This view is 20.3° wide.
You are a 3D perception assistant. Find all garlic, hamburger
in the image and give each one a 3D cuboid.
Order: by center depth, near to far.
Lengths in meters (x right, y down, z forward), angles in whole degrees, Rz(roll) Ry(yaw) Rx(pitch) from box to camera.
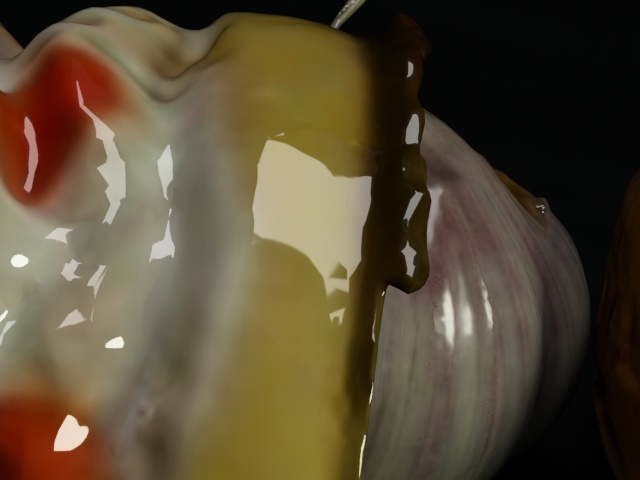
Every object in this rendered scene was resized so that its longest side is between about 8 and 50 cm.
[{"bbox_3d":[-0.080,0.050,0.475,0.186,0.261,0.303,9,-18,-6],"label":"hamburger"},{"bbox_3d":[0.000,0.000,0.753,0.207,0.207,0.257,4,62,-13],"label":"garlic"}]

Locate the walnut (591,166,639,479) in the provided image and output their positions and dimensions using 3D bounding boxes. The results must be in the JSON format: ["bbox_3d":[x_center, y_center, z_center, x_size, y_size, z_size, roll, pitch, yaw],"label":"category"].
[{"bbox_3d":[0.203,0.047,0.705,0.203,0.203,0.298,10,26,1],"label":"walnut"}]
